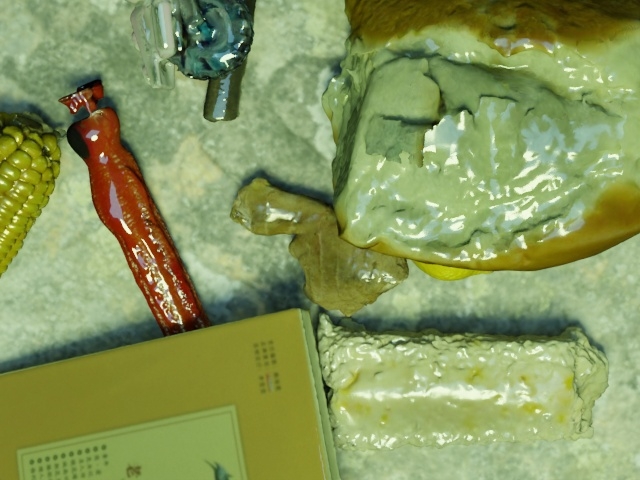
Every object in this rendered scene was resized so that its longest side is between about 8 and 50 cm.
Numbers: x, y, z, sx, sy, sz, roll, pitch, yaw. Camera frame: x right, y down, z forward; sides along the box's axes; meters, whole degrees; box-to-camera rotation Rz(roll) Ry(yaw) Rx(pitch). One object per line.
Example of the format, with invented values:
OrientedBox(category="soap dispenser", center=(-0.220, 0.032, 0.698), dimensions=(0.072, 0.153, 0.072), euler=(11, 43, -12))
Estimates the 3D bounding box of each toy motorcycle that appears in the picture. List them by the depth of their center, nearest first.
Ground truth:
OrientedBox(category="toy motorcycle", center=(-0.170, -0.228, 0.988), dimensions=(0.204, 0.108, 0.239), euler=(-17, 73, 18))

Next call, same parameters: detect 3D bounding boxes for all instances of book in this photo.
OrientedBox(category="book", center=(-0.170, 0.223, 1.028), dimensions=(0.389, 0.032, 0.268), euler=(-12, 80, 14))

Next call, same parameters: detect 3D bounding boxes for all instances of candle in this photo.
OrientedBox(category="candle", center=(-0.145, 0.020, 1.059), dimensions=(0.051, 0.048, 0.329), euler=(-24, 99, -3))

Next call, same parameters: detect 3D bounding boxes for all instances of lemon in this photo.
OrientedBox(category="lemon", center=(0.109, 0.003, 1.043), dimensions=(0.092, 0.065, 0.065), euler=(34, 99, 4))

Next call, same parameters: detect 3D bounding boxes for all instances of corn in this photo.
OrientedBox(category="corn", center=(-0.323, 0.028, 1.038), dimensions=(0.102, 0.102, 0.313), euler=(31, 100, -4))

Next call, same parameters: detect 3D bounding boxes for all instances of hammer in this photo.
OrientedBox(category="hammer", center=(-0.061, -0.245, 1.023), dimensions=(0.125, 0.027, 0.297), euler=(9, 101, -1))

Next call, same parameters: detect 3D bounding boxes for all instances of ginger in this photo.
OrientedBox(category="ginger", center=(-0.001, 0.008, 1.047), dimensions=(0.165, 0.067, 0.096), euler=(19, 107, 16))

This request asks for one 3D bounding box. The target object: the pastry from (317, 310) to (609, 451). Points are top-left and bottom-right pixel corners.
OrientedBox(category="pastry", center=(0.123, 0.131, 1.058), dimensions=(0.259, 0.089, 0.121), euler=(4, 108, 4))

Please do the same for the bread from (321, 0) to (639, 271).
OrientedBox(category="bread", center=(0.123, -0.100, 0.929), dimensions=(0.250, 0.279, 0.224), euler=(-1, 114, 2))
